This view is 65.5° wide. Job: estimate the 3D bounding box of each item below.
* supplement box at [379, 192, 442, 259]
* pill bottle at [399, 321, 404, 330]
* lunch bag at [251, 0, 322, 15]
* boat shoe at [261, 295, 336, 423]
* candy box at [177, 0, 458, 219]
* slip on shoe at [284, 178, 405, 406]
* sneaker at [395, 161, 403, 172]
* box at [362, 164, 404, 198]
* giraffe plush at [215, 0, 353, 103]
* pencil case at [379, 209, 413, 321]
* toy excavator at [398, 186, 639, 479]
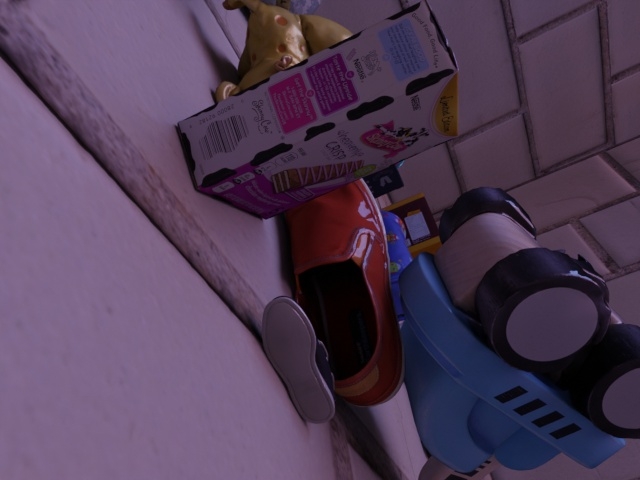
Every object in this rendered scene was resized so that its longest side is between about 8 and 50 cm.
[{"bbox_3d":[0.234,0.005,1.369,0.194,0.191,0.129,-100,163,-45],"label":"supplement box"},{"bbox_3d":[0.230,0.266,1.076,0.108,0.107,0.180,-85,150,-66],"label":"pill bottle"},{"bbox_3d":[-0.100,-0.577,0.924,0.305,0.212,0.256,48,43,-57],"label":"lunch bag"},{"bbox_3d":[-0.016,0.101,0.440,0.038,0.046,0.125,-78,146,-70],"label":"boat shoe"},{"bbox_3d":[0.010,-0.105,0.475,0.071,0.233,0.159,69,12,13],"label":"candy box"},{"bbox_3d":[0.016,0.021,0.578,0.101,0.122,0.332,37,37,-60],"label":"slip on shoe"},{"bbox_3d":[0.115,-0.170,1.196,0.295,0.178,0.124,38,31,-68],"label":"sneaker"},{"bbox_3d":[0.065,-0.157,1.010,0.093,0.155,0.158,-101,164,-47],"label":"box"},{"bbox_3d":[-0.047,-0.199,0.635,0.210,0.181,0.171,67,27,-63],"label":"giraffe plush"},{"bbox_3d":[0.150,0.051,1.096,0.306,0.119,0.133,-93,167,-59],"label":"pencil case"},{"bbox_3d":[0.208,0.226,0.631,0.432,0.445,0.222,36,21,-17],"label":"toy excavator"}]
